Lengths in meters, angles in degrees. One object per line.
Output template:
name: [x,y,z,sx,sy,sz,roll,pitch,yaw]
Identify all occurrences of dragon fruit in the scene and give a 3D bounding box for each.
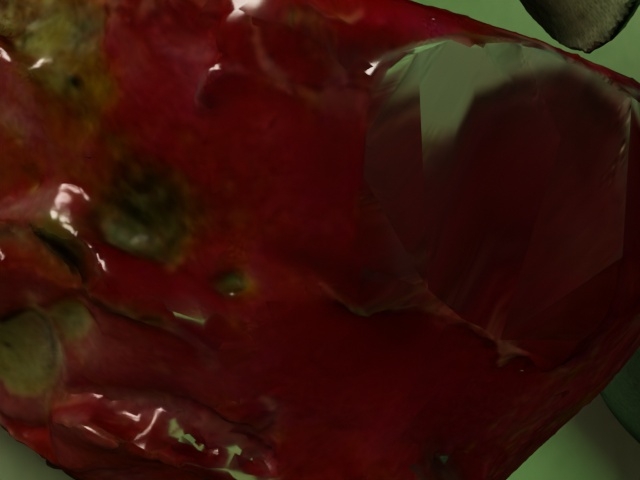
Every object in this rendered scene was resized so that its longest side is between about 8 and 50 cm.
dragon fruit: [0.000,0.000,0.527,0.262,0.189,0.163,18,59,-23]

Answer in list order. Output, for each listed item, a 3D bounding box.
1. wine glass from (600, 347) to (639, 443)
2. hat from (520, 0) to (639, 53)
wine glass: [0.158,0.059,0.688,0.126,0.126,0.241,-15,96,-41]
hat: [-0.013,-0.163,0.476,0.130,0.257,0.257,-11,95,-5]
